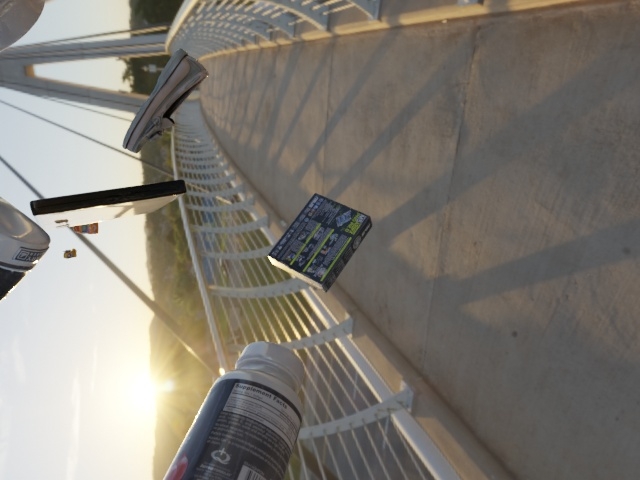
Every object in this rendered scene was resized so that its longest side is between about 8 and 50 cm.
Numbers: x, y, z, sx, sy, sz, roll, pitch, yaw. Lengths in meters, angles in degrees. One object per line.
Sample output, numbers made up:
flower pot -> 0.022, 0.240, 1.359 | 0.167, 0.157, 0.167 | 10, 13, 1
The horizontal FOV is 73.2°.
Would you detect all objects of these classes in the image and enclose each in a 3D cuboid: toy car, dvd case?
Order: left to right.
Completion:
toy car -> -0.545, 0.002, 0.977 | 0.122, 0.060, 0.040 | -66, -11, 18
dvd case -> -0.320, -0.049, 0.644 | 0.253, 0.180, 0.022 | -5, 98, 59

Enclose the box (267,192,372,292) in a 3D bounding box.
box -> 0.000, 0.000, 1.341 | 0.216, 0.270, 0.060 | 25, 159, 26

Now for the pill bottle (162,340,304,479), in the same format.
pill bottle -> -0.130, 0.333, 0.727 | 0.318, 0.176, 0.176 | -67, -8, -50

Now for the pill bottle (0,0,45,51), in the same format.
pill bottle -> -0.597, -0.461, 0.566 | 0.407, 0.229, 0.229 | 60, -167, -62

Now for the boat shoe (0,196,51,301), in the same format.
boat shoe -> -0.410, -0.046, 0.418 | 0.102, 0.301, 0.108 | -53, -1, -1

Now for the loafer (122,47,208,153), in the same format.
loafer -> -0.168, -0.142, 0.464 | 0.125, 0.039, 0.045 | -53, 19, 13
